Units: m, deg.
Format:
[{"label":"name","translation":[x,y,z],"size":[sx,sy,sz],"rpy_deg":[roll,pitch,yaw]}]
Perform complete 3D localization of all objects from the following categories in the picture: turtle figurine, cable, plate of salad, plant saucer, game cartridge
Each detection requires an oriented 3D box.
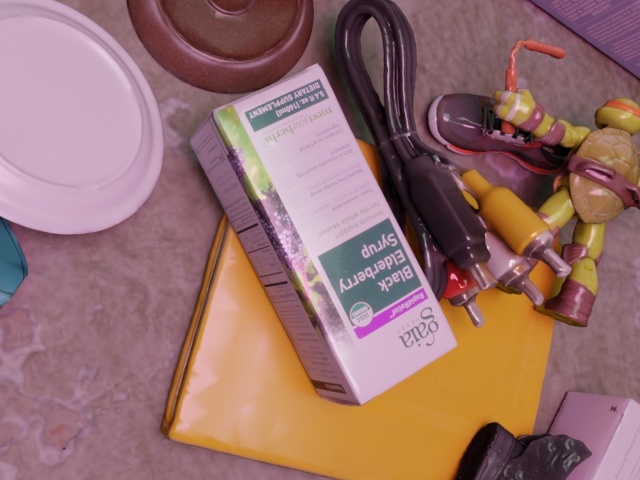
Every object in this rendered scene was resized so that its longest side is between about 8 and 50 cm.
[{"label":"turtle figurine","translation":[0.242,-0.036,0.728],"size":[0.269,0.087,0.217],"rpy_deg":[28,84,-29]},{"label":"cable","translation":[0.083,-0.060,0.686],"size":[0.072,0.139,0.287],"rpy_deg":[-8,66,-45]},{"label":"plate of salad","translation":[-0.211,-0.096,0.631],"size":[0.200,0.048,0.199],"rpy_deg":[21,57,-37]},{"label":"plant saucer","translation":[-0.081,-0.212,0.715],"size":[0.168,0.029,0.168],"rpy_deg":[2,84,-19]},{"label":"game cartridge","translation":[0.055,0.069,0.726],"size":[0.324,0.053,0.285],"rpy_deg":[19,78,-19]}]

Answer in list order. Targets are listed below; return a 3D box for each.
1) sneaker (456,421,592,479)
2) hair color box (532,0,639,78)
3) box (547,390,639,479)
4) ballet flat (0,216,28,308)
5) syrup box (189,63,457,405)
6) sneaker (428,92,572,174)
[{"label":"sneaker","translation":[0.152,0.222,0.692],"size":[0.089,0.051,0.170],"rpy_deg":[38,70,-9]},{"label":"hair color box","translation":[0.377,-0.259,0.837],"size":[0.374,0.113,0.185],"rpy_deg":[30,75,-15]},{"label":"box","translation":[0.290,0.239,0.763],"size":[0.170,0.091,0.130],"rpy_deg":[36,74,-13]},{"label":"ballet flat","translation":[-0.361,-0.099,0.569],"size":[0.147,0.147,0.409],"rpy_deg":[-33,93,-20]},{"label":"syrup box","translation":[0.000,0.000,0.634],"size":[0.093,0.096,0.237],"rpy_deg":[-28,93,-21]},{"label":"sneaker","translation":[0.179,-0.107,0.775],"size":[0.158,0.065,0.061],"rpy_deg":[12,82,-19]}]
